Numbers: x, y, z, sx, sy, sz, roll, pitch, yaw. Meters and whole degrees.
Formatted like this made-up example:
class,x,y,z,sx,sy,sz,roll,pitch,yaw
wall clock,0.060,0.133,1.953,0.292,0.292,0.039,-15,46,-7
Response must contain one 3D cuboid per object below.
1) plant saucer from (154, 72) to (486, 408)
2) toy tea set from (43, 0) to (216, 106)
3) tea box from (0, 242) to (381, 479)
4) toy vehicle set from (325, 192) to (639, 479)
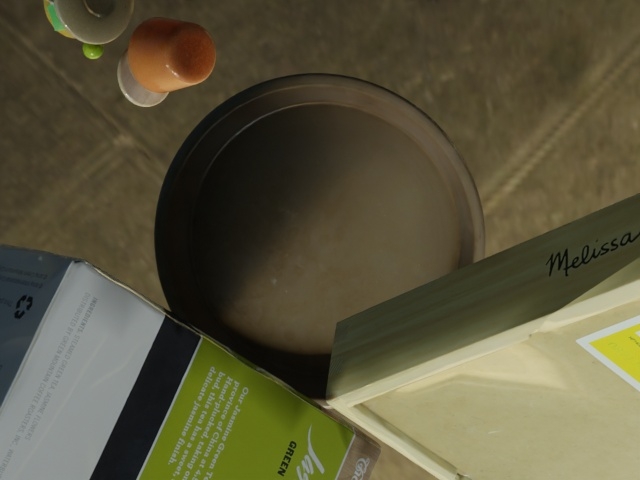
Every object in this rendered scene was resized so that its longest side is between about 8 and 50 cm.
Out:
class,x,y,z,sx,sy,sz,roll,pitch,yaw
plant saucer,0.000,0.000,1.445,0.277,0.041,0.278,1,97,10
toy tea set,-0.213,-0.289,1.667,0.124,0.200,0.336,4,106,50
tea box,-0.199,0.158,1.286,0.329,0.323,0.220,9,69,47
toy vehicle set,0.153,0.041,0.575,0.267,0.166,0.035,-25,41,38
